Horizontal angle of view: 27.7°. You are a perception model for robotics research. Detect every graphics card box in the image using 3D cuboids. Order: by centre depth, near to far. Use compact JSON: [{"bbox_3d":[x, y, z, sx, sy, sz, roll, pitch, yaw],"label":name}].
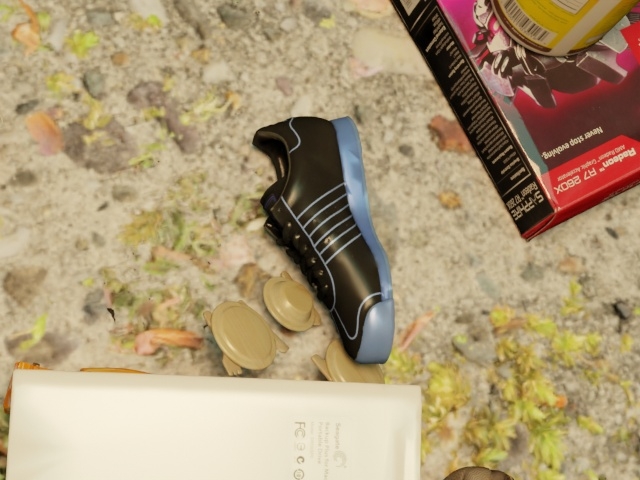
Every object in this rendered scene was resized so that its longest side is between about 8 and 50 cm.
[{"bbox_3d":[0.207,-0.215,1.209,0.233,0.094,0.370,-25,81,-16],"label":"graphics card box"}]

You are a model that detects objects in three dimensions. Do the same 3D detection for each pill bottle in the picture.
[{"bbox_3d":[0.224,-0.240,1.056,0.117,0.215,0.117,3,75,-12],"label":"pill bottle"}]

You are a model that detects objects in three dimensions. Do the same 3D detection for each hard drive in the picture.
[{"bbox_3d":[-0.079,0.204,0.972,0.308,0.040,0.203,3,81,-9],"label":"hard drive"}]

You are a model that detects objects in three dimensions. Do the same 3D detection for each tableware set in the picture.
[{"bbox_3d":[-0.019,0.096,1.075,0.141,0.020,0.169,53,35,7],"label":"tableware set"}]

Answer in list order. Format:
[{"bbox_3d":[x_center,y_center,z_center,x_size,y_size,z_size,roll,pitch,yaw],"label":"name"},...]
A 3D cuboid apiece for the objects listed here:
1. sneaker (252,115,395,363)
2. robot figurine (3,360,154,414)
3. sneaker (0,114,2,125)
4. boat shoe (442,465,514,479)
[{"bbox_3d":[0.000,0.000,1.114,0.091,0.081,0.232,-5,66,-16],"label":"sneaker"},{"bbox_3d":[-0.121,0.204,1.033,0.291,0.085,0.211,15,74,-8],"label":"robot figurine"},{"bbox_3d":[-0.357,-0.059,1.049,0.235,0.094,0.153,-45,131,9],"label":"sneaker"},{"bbox_3d":[0.143,0.361,1.041,0.130,0.132,0.355,4,83,-21],"label":"boat shoe"}]
